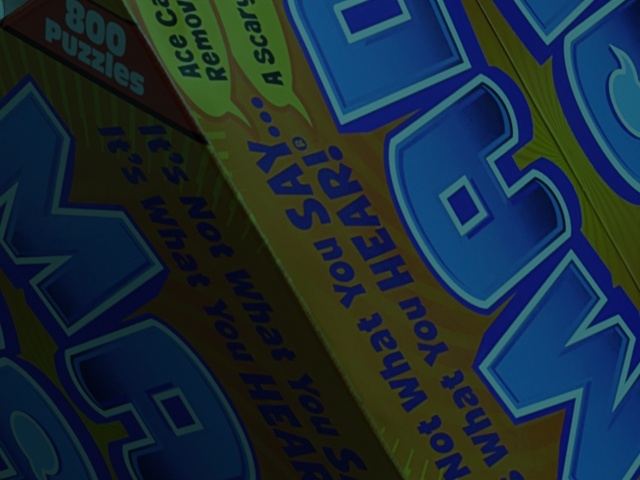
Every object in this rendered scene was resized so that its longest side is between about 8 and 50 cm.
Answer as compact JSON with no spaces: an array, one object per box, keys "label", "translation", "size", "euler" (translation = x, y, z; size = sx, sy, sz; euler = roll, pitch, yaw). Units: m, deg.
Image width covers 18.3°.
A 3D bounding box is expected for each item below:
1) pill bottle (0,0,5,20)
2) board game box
[{"label":"pill bottle","translation":[-0.293,-0.217,1.480],"size":[0.121,0.121,0.216],"euler":[25,31,-24]},{"label":"board game box","translation":[0.000,0.000,1.028],"size":[0.356,0.356,0.356],"euler":[-37,101,-40]}]
